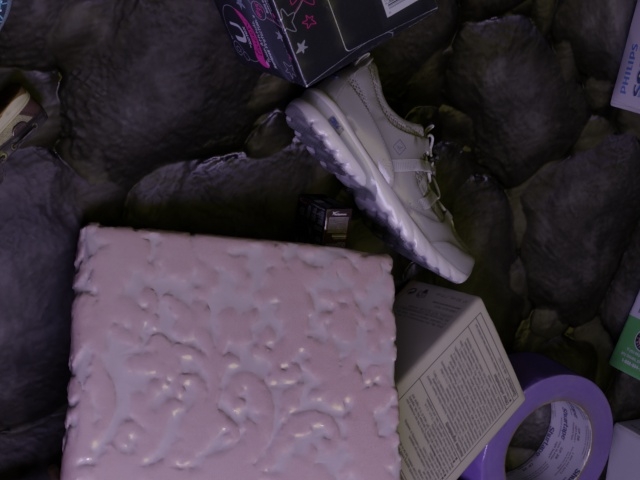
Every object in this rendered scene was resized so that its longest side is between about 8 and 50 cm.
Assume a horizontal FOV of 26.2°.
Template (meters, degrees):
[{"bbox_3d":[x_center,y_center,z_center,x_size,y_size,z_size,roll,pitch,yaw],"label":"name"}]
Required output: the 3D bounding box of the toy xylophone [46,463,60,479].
[{"bbox_3d":[-0.316,0.350,1.325,0.236,0.081,0.323,-31,119,-18],"label":"toy xylophone"}]

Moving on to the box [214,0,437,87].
[{"bbox_3d":[-0.025,-0.293,1.244,0.163,0.142,0.247,-33,120,-18],"label":"box"}]

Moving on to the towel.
[{"bbox_3d":[-0.079,0.156,1.281,0.316,0.053,0.332,5,70,-15],"label":"towel"}]

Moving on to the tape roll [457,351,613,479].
[{"bbox_3d":[0.244,0.231,1.605,0.189,0.080,0.189,-9,110,-28],"label":"tape roll"}]

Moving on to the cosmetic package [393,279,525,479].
[{"bbox_3d":[0.064,0.203,1.435,0.309,0.113,0.160,-42,123,-26],"label":"cosmetic package"}]

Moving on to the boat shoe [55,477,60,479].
[{"bbox_3d":[-0.181,0.284,1.349,0.233,0.079,0.084,35,58,-46],"label":"boat shoe"}]

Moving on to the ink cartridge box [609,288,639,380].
[{"bbox_3d":[0.495,0.059,1.615,0.121,0.211,0.289,19,95,-31],"label":"ink cartridge box"}]

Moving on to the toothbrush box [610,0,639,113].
[{"bbox_3d":[0.502,-0.226,1.575,0.295,0.126,0.216,8,101,-30],"label":"toothbrush box"}]

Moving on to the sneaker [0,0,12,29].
[{"bbox_3d":[-0.342,-0.131,1.125,0.262,0.125,0.104,-47,123,-8],"label":"sneaker"}]

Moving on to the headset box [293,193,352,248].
[{"bbox_3d":[0.000,0.000,1.400,0.032,0.062,0.083,-2,106,-28],"label":"headset box"}]

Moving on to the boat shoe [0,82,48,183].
[{"bbox_3d":[-0.298,-0.068,1.213,0.049,0.056,0.152,41,84,-28],"label":"boat shoe"}]

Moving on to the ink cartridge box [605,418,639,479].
[{"bbox_3d":[0.502,0.326,1.763,0.272,0.114,0.197,-3,106,-28],"label":"ink cartridge box"}]

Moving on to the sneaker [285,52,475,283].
[{"bbox_3d":[0.089,-0.067,1.403,0.115,0.105,0.281,-45,122,-9],"label":"sneaker"}]
